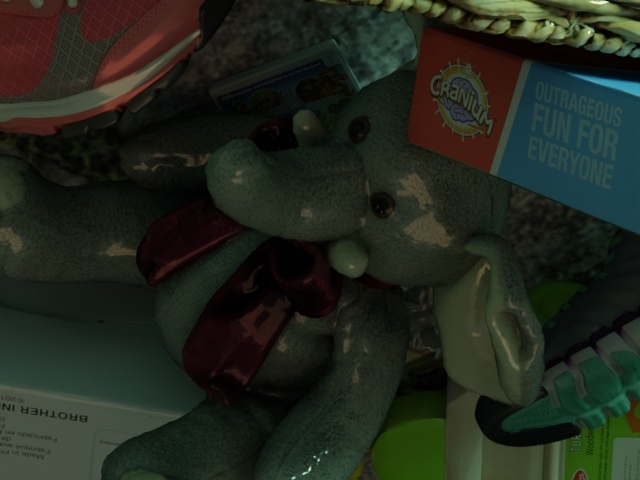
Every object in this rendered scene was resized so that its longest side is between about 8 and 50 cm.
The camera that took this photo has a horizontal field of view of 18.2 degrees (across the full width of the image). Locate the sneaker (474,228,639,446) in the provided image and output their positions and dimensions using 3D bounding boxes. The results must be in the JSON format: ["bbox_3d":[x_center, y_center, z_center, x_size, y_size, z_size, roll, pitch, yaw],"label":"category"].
[{"bbox_3d":[0.186,0.044,1.251,0.224,0.098,0.083,-28,146,-1],"label":"sneaker"}]

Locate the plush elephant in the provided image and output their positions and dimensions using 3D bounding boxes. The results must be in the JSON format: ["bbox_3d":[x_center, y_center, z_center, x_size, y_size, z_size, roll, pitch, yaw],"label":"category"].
[{"bbox_3d":[0.000,0.000,1.148,0.330,0.272,0.255,-7,150,-27],"label":"plush elephant"}]

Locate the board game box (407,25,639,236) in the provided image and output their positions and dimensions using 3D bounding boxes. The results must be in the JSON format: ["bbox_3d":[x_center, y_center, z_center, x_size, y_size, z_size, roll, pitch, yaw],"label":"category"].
[{"bbox_3d":[0.243,-0.053,1.029,0.316,0.242,0.064,-2,107,-33],"label":"board game box"}]

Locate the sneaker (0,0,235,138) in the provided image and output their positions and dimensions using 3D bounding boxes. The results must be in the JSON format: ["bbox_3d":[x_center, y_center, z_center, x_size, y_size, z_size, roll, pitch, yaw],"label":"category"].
[{"bbox_3d":[-0.197,-0.129,1.159,0.314,0.116,0.136,-17,125,18],"label":"sneaker"}]

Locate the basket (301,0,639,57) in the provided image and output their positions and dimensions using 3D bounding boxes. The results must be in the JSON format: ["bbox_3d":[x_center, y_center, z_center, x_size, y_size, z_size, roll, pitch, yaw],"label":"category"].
[{"bbox_3d":[0.124,-0.226,0.961,0.299,0.213,0.223,9,115,-12],"label":"basket"}]

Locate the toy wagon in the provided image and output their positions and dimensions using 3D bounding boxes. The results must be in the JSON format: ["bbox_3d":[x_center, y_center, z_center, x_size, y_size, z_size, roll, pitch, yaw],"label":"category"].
[{"bbox_3d":[0.180,0.139,1.384,0.344,0.068,0.267,1,129,4],"label":"toy wagon"}]

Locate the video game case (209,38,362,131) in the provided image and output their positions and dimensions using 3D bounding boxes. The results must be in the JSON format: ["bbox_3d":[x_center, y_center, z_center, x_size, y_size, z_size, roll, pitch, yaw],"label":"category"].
[{"bbox_3d":[-0.004,-0.065,1.264,0.087,0.011,0.122,-18,126,19],"label":"video game case"}]

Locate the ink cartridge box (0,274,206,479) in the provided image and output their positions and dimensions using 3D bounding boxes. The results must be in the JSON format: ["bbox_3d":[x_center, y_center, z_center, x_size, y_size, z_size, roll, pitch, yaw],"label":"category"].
[{"bbox_3d":[-0.172,0.198,1.405,0.270,0.151,0.395,9,128,-2],"label":"ink cartridge box"}]
